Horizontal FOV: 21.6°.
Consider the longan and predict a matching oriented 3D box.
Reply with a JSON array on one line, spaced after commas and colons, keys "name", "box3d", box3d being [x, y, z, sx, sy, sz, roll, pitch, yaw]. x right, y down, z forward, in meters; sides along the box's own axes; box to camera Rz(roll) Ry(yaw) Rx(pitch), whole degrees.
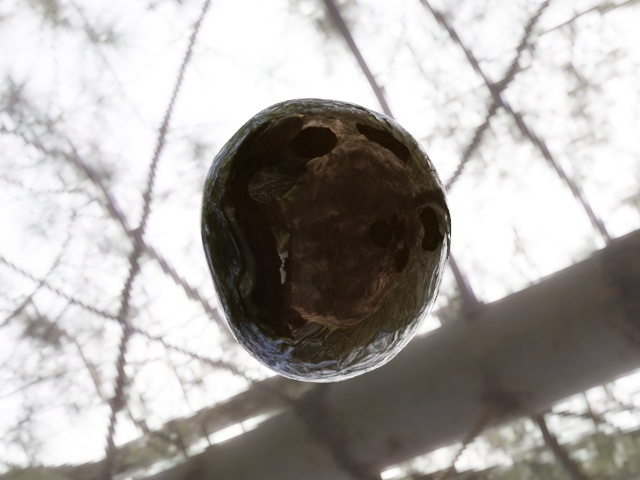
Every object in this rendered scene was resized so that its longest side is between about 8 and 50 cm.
[{"name": "longan", "box3d": [0.000, 0.000, 1.449, 0.248, 0.248, 0.248, 26, -128, -39]}]
